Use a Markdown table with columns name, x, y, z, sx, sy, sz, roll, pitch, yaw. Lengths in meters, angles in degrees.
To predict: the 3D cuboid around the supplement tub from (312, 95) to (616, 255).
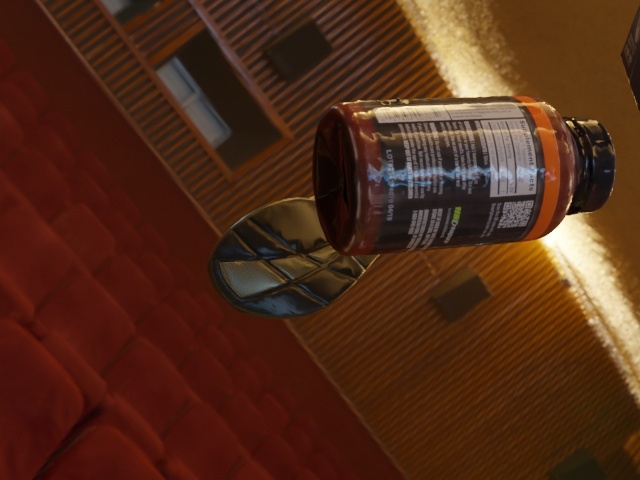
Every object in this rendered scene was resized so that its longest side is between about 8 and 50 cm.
| name | x | y | z | sx | sy | sz | roll | pitch | yaw |
| --- | --- | --- | --- | --- | --- | --- | --- | --- | --- |
| supplement tub | 0.100 | -0.047 | 0.604 | 0.106 | 0.198 | 0.106 | 176 | -90 | -73 |

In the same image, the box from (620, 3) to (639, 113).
| name | x | y | z | sx | sy | sz | roll | pitch | yaw |
| --- | --- | --- | --- | --- | --- | --- | --- | --- | --- |
| box | 0.332 | -0.126 | 0.647 | 0.180 | 0.147 | 0.077 | 13 | -55 | 3 |

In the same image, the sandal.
| name | x | y | z | sx | sy | sz | roll | pitch | yaw |
| --- | --- | --- | --- | --- | --- | --- | --- | --- | --- |
| sandal | 0.002 | 0.001 | 0.940 | 0.086 | 0.303 | 0.120 | -29 | -89 | 48 |
